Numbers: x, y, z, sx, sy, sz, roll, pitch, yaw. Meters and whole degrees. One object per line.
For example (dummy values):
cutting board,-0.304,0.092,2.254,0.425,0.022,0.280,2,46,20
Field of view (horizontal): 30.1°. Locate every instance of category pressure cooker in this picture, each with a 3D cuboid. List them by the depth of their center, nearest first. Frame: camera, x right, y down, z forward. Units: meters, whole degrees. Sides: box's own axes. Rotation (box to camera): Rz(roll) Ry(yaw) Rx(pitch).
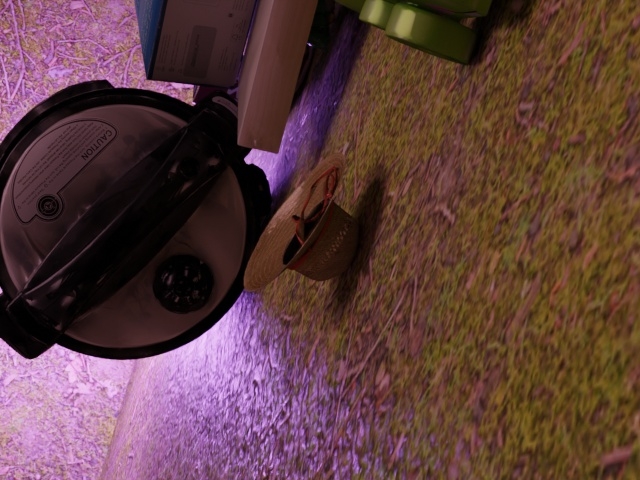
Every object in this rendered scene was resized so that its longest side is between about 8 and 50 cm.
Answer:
pressure cooker,-0.263,-0.032,1.626,0.420,0.376,0.370,-143,56,-79

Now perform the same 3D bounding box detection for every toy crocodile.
toy crocodile,0.068,-0.209,0.905,0.340,0.105,0.115,-118,47,-75

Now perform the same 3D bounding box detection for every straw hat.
straw hat,0.000,0.000,1.028,0.144,0.061,0.144,-48,19,23

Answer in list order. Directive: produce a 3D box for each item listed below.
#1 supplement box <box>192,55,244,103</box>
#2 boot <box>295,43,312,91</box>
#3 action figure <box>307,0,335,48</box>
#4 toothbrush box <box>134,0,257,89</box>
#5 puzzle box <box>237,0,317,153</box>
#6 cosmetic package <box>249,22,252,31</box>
supplement box,-0.144,-0.265,2.004,0.239,0.130,0.073,-108,37,-71
boot,-0.055,-0.283,1.728,0.165,0.077,0.213,142,140,-72
action figure,0.003,-0.320,1.531,0.232,0.063,0.137,-82,16,-45
toothbrush box,-0.171,-0.377,1.606,0.295,0.126,0.216,-105,26,-47
puzzle box,-0.027,-0.335,1.389,0.272,0.052,0.409,-96,21,-65
cosmetic package,-0.115,-0.464,1.930,0.365,0.155,0.197,168,87,-76
